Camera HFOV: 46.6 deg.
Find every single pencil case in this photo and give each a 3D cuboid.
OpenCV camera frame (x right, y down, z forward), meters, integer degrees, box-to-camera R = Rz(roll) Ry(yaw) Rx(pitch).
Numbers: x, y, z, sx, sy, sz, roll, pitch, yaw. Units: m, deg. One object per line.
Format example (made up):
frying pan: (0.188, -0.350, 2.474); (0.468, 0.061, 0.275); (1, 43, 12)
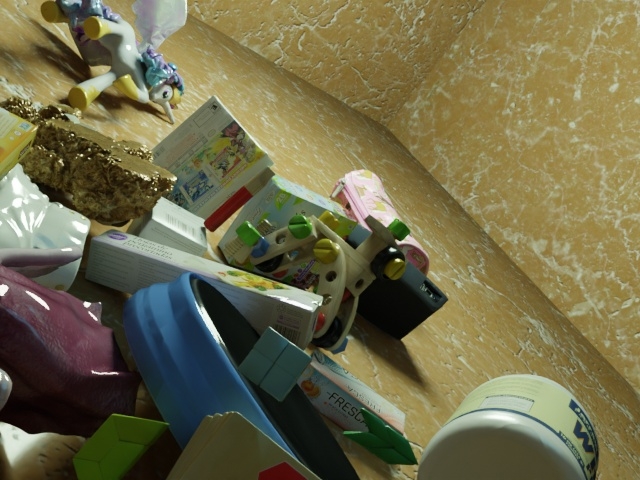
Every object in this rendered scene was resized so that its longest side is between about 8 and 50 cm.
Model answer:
pencil case: (0.137, -0.023, 1.825); (0.167, 0.160, 0.386); (3, 32, -19)

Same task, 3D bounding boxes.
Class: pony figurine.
pony figurine: (-0.434, -0.425, 1.604); (0.363, 0.303, 0.350); (-22, 94, -73)

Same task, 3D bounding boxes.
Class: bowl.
bowl: (-0.061, 0.197, 0.806); (0.391, 0.077, 0.391); (53, -2, 3)

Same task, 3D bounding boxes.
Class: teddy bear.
teddy bear: (-0.379, -0.122, 1.154); (0.338, 0.113, 0.245); (28, 18, 11)

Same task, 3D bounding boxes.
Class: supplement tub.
supplement tub: (0.298, 0.339, 1.139); (0.235, 0.235, 0.325); (44, 19, 15)

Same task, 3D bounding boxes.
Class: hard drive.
hard drive: (0.112, 0.089, 1.507); (0.255, 0.172, 0.054); (39, 42, -4)

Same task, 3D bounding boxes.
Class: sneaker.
sneaker: (-0.396, -0.047, 0.973); (0.169, 0.108, 0.292); (23, 33, -43)

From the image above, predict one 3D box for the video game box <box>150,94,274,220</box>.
video game box: (-0.214, -0.138, 1.357); (0.187, 0.205, 0.048); (50, 2, 32)

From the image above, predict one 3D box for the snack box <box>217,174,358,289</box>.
snack box: (-0.059, -0.013, 1.398); (0.207, 0.174, 0.070); (21, 22, -40)

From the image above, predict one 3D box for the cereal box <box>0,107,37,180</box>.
cereal box: (-0.476, -0.136, 0.851); (0.240, 0.047, 0.173); (28, 35, -10)

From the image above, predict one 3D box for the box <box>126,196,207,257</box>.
box: (-0.242, -0.002, 1.164); (0.101, 0.087, 0.102); (30, 18, -24)

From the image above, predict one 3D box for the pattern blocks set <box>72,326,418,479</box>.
pattern blocks set: (-0.073, 0.245, 0.579); (0.285, 0.325, 0.026); (44, -10, 13)

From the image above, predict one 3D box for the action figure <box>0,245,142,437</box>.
action figure: (-0.296, 0.050, 0.595); (0.370, 0.248, 0.275); (51, 28, -57)

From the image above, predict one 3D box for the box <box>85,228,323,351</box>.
box: (-0.159, 0.065, 1.012); (0.324, 0.067, 0.063); (16, 18, 10)

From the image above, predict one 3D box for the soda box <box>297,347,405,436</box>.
soda box: (0.044, 0.251, 1.154); (0.183, 0.058, 0.063); (38, 18, -4)

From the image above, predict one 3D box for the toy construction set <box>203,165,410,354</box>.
toy construction set: (0.000, 0.000, 1.219); (0.309, 0.237, 0.257); (46, 3, -26)
